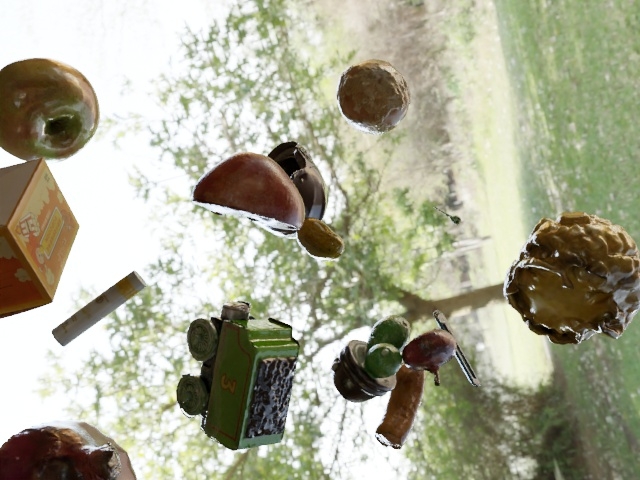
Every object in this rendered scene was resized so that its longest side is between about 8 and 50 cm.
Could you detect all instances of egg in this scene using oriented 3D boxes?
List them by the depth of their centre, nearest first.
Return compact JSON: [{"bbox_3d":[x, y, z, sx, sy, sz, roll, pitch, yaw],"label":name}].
[{"bbox_3d":[0.137,-0.381,1.879,0.233,0.195,0.194,49,162,56],"label":"egg"}]

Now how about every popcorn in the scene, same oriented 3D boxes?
[{"bbox_3d":[0.444,0.070,1.230,0.250,0.250,0.190,67,-145,-44],"label":"popcorn"}]

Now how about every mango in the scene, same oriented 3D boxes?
[{"bbox_3d":[0.000,0.000,1.709,0.161,0.076,0.103,25,142,50],"label":"mango"}]

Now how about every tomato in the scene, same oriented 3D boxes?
[{"bbox_3d":[-0.138,-0.108,1.455,0.200,0.233,0.139,-169,91,-79],"label":"tomato"}]

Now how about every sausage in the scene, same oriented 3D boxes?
[{"bbox_3d":[0.242,0.477,2.086,0.108,0.109,0.270,66,-142,-47],"label":"sausage"}]

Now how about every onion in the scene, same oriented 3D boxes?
[{"bbox_3d":[-0.623,0.601,1.795,0.399,0.420,0.398,30,-150,-20],"label":"onion"},{"bbox_3d":[0.295,0.312,1.851,0.150,0.150,0.140,64,-177,-53],"label":"onion"}]

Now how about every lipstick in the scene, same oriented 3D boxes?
[{"bbox_3d":[-0.573,0.176,1.841,0.059,0.264,0.059,53,175,6],"label":"lipstick"}]

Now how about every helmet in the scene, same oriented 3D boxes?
[{"bbox_3d":[-0.075,-0.128,1.973,0.177,0.225,0.305,35,-148,-24],"label":"helmet"}]

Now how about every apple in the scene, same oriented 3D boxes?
[{"bbox_3d":[-0.806,-0.383,2.061,0.277,0.319,0.319,51,174,33],"label":"apple"}]

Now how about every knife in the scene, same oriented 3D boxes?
[{"bbox_3d":[0.388,0.301,2.032,0.044,0.026,0.296,25,-153,-36],"label":"knife"}]

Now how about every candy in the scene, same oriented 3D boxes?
[{"bbox_3d":[0.324,-0.065,1.819,0.025,0.083,0.023,-67,17,-13],"label":"candy"}]

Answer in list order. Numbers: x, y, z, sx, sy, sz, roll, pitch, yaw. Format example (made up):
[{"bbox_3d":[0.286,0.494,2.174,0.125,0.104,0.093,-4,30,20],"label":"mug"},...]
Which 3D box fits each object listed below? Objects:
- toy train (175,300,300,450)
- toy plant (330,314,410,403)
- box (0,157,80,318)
[{"bbox_3d":[-0.182,0.297,1.577,0.174,0.249,0.307,7,-85,-46],"label":"toy train"},{"bbox_3d":[0.147,0.318,1.909,0.175,0.235,0.218,40,-158,-7],"label":"toy plant"},{"bbox_3d":[-0.690,0.004,1.502,0.283,0.260,0.213,-96,-7,-54],"label":"box"}]
